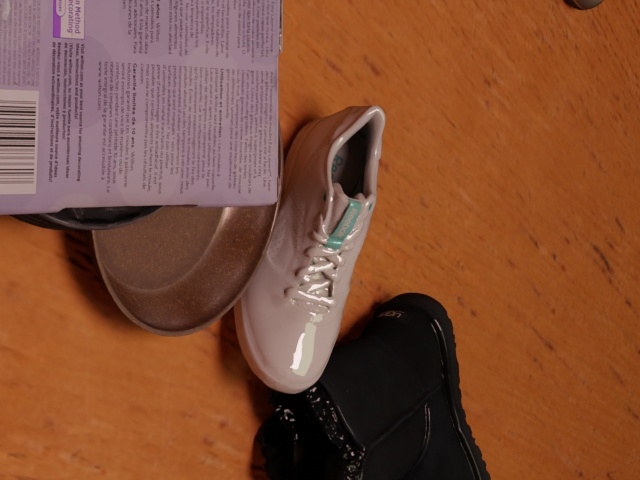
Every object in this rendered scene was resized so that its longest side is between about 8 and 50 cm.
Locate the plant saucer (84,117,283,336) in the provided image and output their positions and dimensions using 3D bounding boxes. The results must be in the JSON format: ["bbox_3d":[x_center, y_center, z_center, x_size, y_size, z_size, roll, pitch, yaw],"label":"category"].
[{"bbox_3d":[-0.095,-0.037,1.127,0.198,0.036,0.199,-22,116,-53],"label":"plant saucer"}]

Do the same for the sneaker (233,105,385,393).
[{"bbox_3d":[0.000,0.000,1.205,0.080,0.094,0.212,19,71,-22],"label":"sneaker"}]

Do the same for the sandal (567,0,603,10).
[{"bbox_3d":[0.234,-0.295,1.531,0.090,0.060,0.219,-55,139,-33],"label":"sandal"}]

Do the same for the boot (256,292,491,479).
[{"bbox_3d":[0.042,0.182,1.331,0.207,0.094,0.247,-32,117,-53],"label":"boot"}]

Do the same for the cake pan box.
[{"bbox_3d":[-0.124,-0.138,0.986,0.245,0.070,0.267,-5,96,-47],"label":"cake pan box"}]
